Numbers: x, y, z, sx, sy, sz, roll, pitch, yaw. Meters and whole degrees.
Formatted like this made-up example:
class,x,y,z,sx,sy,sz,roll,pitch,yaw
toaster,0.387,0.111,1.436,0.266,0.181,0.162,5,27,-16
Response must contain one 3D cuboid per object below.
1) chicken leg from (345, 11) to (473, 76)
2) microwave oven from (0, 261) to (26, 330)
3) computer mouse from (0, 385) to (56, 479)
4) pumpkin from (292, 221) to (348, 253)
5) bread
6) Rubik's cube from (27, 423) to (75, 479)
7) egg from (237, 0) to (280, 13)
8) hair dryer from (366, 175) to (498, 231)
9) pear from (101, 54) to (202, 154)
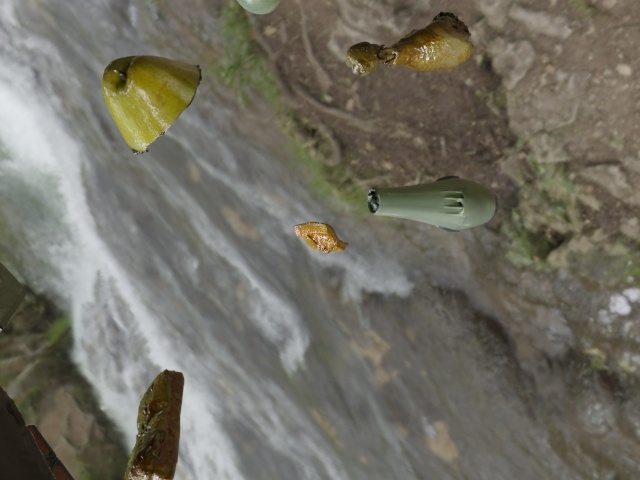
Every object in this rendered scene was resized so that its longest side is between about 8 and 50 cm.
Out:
class,x,y,z,sx,sy,sz,roll,pitch,yaw
chicken leg,0.158,-0.329,1.386,0.087,0.251,0.107,59,155,31
microwave oven,-0.675,0.111,1.452,0.205,0.129,0.163,-21,122,22
computer mouse,-0.369,0.224,0.805,0.087,0.168,0.295,-37,92,37
pumpkin,-0.002,0.000,1.370,0.073,0.035,0.101,6,160,34
bread,-0.301,0.357,1.468,0.077,0.271,0.139,21,120,-15
Rubik's cube,-0.586,0.573,1.667,0.228,0.228,0.233,37,-170,-21
egg,-0.136,-0.553,1.724,0.114,0.114,0.152,31,164,21
hair dryer,0.185,-0.076,1.700,0.298,0.295,0.119,-2,88,42
pear,-0.422,-0.355,1.868,0.178,0.267,0.267,37,153,-31
